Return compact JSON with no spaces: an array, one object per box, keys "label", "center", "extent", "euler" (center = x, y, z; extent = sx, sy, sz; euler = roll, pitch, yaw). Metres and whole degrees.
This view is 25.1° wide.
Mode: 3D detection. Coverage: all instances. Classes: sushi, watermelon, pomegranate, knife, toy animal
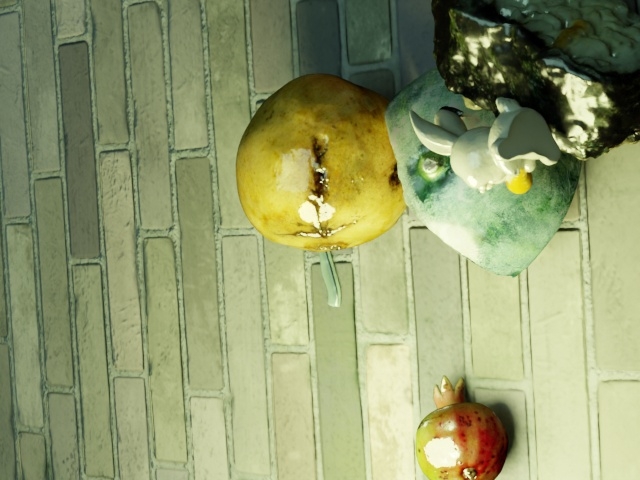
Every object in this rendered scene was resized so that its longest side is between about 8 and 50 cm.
[{"label":"sushi","center":[0.277,-0.238,1.782],"extent":[0.350,0.211,0.170],"euler":[43,146,31]},{"label":"watermelon","center":[0.204,-0.128,1.879],"extent":[0.188,0.175,0.322],"euler":[-50,62,34]},{"label":"pomegranate","center":[0.198,0.265,1.969],"extent":[0.129,0.129,0.159],"euler":[-21,35,42]},{"label":"knife","center":[0.000,0.000,2.188],"extent":[0.028,0.015,0.210],"euler":[-22,78,47]},{"label":"pomegranate","center":[0.007,-0.101,2.014],"extent":[0.260,0.260,0.260],"euler":[4,96,43]},{"label":"toy animal","center":[0.203,-0.117,1.749],"extent":[0.182,0.131,0.127],"euler":[-14,82,54]}]
